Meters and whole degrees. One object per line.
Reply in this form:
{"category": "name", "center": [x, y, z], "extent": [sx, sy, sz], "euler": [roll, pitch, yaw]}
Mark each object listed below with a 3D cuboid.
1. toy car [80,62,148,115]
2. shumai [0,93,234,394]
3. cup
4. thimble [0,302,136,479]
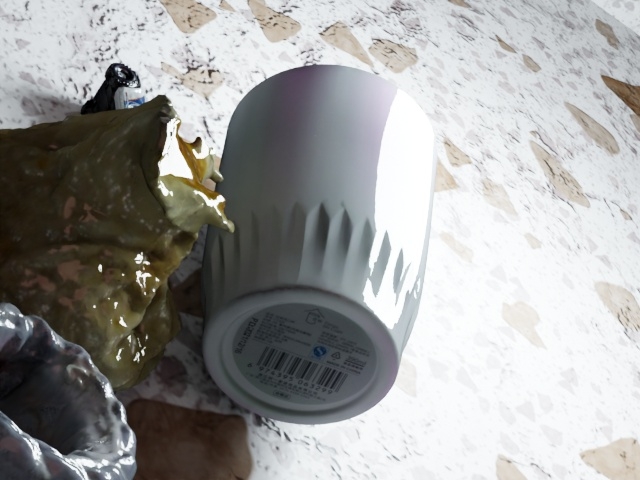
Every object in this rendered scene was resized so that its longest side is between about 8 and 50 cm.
{"category": "toy car", "center": [-0.223, -0.121, 1.547], "extent": [0.070, 0.080, 0.171], "euler": [16, 41, -32]}
{"category": "shumai", "center": [-0.228, -0.048, 1.286], "extent": [0.314, 0.262, 0.267], "euler": [40, 24, 17]}
{"category": "cup", "center": [0.000, 0.000, 1.481], "extent": [0.253, 0.253, 0.372], "euler": [28, 38, -18]}
{"category": "thimble", "center": [-0.272, 0.167, 1.067], "extent": [0.205, 0.172, 0.236], "euler": [36, 15, -33]}
